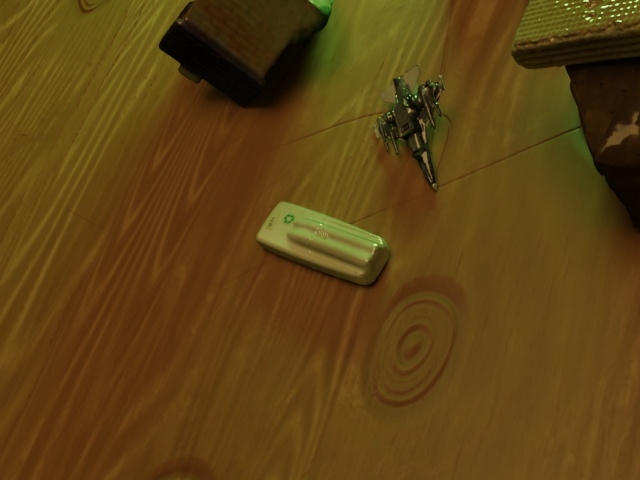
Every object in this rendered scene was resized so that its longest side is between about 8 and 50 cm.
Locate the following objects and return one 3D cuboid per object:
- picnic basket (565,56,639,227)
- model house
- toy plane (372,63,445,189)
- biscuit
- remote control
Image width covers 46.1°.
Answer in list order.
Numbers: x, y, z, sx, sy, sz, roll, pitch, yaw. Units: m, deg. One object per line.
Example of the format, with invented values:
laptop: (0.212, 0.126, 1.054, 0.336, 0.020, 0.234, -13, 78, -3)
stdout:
picnic basket: (0.501, -0.193, 0.968, 0.321, 0.254, 0.291, -20, 53, 25)
model house: (-0.151, -0.427, 1.443, 0.280, 0.245, 0.312, -48, 21, 26)
toy plane: (0.149, -0.191, 1.239, 0.160, 0.082, 0.234, -33, 48, 37)
biscuit: (0.353, -0.280, 0.937, 0.239, 0.062, 0.108, 7, 69, 52)
remote control: (0.000, 0.001, 1.214, 0.230, 0.049, 0.090, 20, 69, 33)
